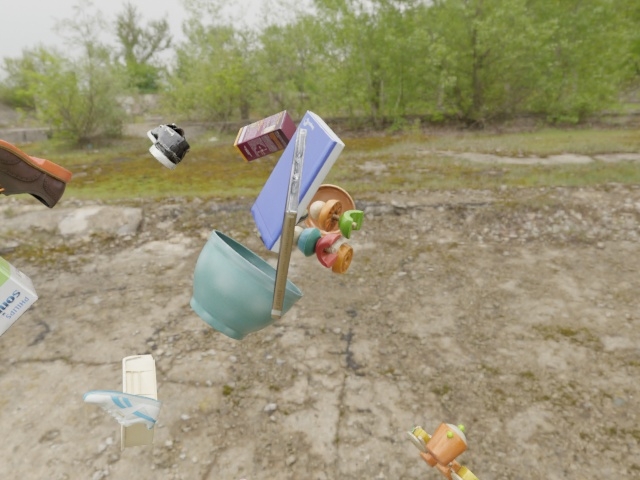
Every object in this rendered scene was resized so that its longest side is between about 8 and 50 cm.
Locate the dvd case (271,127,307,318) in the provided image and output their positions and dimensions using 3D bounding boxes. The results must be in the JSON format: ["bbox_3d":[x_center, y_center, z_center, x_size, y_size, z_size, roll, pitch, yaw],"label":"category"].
[{"bbox_3d":[-0.045,-0.019,0.718,0.018,0.221,0.165,7,48,-4],"label":"dvd case"}]

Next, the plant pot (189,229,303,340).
[{"bbox_3d":[-0.218,0.136,1.356,0.293,0.196,0.293,36,-1,1],"label":"plant pot"}]

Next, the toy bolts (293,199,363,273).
[{"bbox_3d":[0.000,0.000,1.530,0.158,0.219,0.228,21,29,21],"label":"toy bolts"}]

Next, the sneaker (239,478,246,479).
[{"bbox_3d":[-0.261,0.780,1.561,0.119,0.057,0.047,-33,38,-6],"label":"sneaker"}]

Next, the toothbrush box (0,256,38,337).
[{"bbox_3d":[-0.657,0.039,0.896,0.122,0.283,0.206,-52,29,-17],"label":"toothbrush box"}]

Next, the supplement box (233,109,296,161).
[{"bbox_3d":[-0.183,-0.347,1.723,0.188,0.081,0.104,-14,43,25],"label":"supplement box"}]

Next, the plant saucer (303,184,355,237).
[{"bbox_3d":[0.031,-0.104,1.844,0.199,0.200,0.037,3,15,15],"label":"plant saucer"}]

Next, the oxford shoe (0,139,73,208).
[{"bbox_3d":[-0.632,-0.142,1.016,0.096,0.099,0.271,12,-10,39],"label":"oxford shoe"}]

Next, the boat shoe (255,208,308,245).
[{"bbox_3d":[-0.119,-0.041,1.721,0.223,0.074,0.080,-22,12,33],"label":"boat shoe"}]

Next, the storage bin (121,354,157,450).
[{"bbox_3d":[-0.720,0.632,2.029,0.123,0.263,0.260,0,38,-22],"label":"storage bin"}]

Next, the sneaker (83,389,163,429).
[{"bbox_3d":[-0.592,0.502,1.533,0.228,0.092,0.087,21,-20,-23],"label":"sneaker"}]

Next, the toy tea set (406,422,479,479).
[{"bbox_3d":[0.381,0.626,1.563,0.124,0.200,0.336,-41,3,-14],"label":"toy tea set"}]

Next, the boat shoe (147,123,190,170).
[{"bbox_3d":[-0.174,-0.116,0.598,0.038,0.046,0.125,-45,24,3],"label":"boat shoe"}]

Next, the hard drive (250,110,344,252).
[{"bbox_3d":[-0.070,-0.154,1.319,0.040,0.319,0.210,21,23,-32],"label":"hard drive"}]
